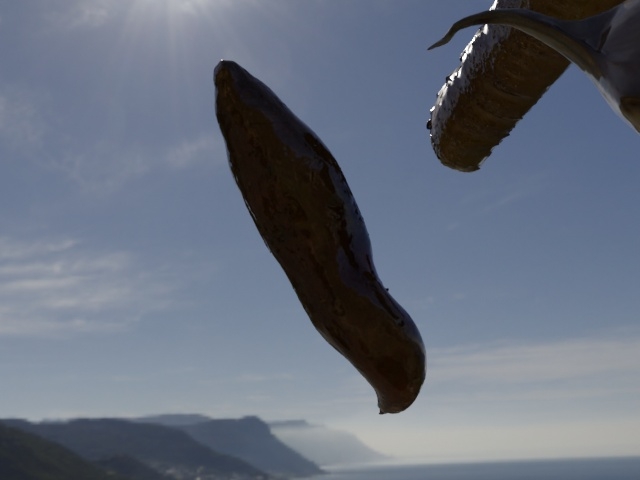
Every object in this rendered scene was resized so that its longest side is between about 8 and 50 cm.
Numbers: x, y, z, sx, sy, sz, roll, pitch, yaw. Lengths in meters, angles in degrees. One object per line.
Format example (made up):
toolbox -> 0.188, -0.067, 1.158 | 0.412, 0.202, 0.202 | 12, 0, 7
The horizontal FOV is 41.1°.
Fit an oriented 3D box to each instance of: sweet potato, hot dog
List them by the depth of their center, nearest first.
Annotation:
sweet potato -> 0.001, -0.001, 0.434 | 0.055, 0.202, 0.058 | -23, 9, 48
hot dog -> 0.147, -0.145, 0.586 | 0.068, 0.083, 0.289 | 24, -34, -8

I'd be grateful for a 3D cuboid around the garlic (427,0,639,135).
garlic -> 0.196, -0.077, 0.379 | 0.266, 0.128, 0.148 | -10, 23, -9
